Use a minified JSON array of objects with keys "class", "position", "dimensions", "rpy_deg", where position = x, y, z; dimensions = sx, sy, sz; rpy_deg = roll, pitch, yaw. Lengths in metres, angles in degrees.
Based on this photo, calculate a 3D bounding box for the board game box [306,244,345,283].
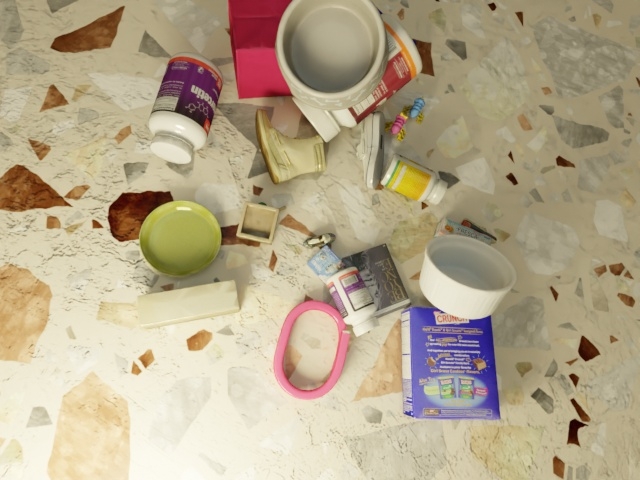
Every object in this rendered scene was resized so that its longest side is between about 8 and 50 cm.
[{"class":"board game box","position":[0.017,0.076,1.360],"dimensions":[0.090,0.020,0.090],"rpy_deg":[-44,85,-8]}]

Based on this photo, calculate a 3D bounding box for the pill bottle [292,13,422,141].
[{"class":"pill bottle","position":[0.114,-0.520,1.394],"dimensions":[0.392,0.224,0.224],"rpy_deg":[-38,82,9]}]

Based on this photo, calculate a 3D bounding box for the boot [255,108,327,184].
[{"class":"boot","position":[-0.101,-0.334,1.428],"dimensions":[0.203,0.095,0.262],"rpy_deg":[-16,79,-14]}]

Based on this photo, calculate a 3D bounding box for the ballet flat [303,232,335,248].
[{"class":"ballet flat","position":[0.000,0.000,1.377],"dimensions":[0.114,0.041,0.041],"rpy_deg":[-16,77,-15]}]

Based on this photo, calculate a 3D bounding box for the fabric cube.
[{"class":"fabric cube","position":[-0.168,-0.664,1.432],"dimensions":[0.257,0.254,0.260],"rpy_deg":[-7,76,-10]}]

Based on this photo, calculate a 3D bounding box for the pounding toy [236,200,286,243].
[{"class":"pounding toy","position":[-0.183,-0.064,1.345],"dimensions":[0.129,0.100,0.141],"rpy_deg":[13,83,-6]}]

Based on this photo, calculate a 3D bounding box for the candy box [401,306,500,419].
[{"class":"candy box","position":[0.388,0.371,1.294],"dimensions":[0.267,0.122,0.318],"rpy_deg":[5,74,-8]}]

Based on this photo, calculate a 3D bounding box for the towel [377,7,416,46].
[{"class":"towel","position":[0.228,-0.776,1.552],"dimensions":[0.308,0.227,0.076],"rpy_deg":[44,98,5]}]

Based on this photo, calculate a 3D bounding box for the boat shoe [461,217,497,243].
[{"class":"boat shoe","position":[0.557,-0.032,1.484],"dimensions":[0.136,0.049,0.043],"rpy_deg":[26,69,3]}]

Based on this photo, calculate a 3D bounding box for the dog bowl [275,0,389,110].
[{"class":"dog bowl","position":[0.031,-0.563,1.227],"dimensions":[0.347,0.102,0.350],"rpy_deg":[0,99,2]}]

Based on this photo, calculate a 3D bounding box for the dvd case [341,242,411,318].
[{"class":"dvd case","position":[0.182,0.135,1.381],"dimensions":[0.164,0.018,0.222],"rpy_deg":[-18,78,-15]}]

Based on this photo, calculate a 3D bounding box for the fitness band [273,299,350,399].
[{"class":"fitness band","position":[-0.027,0.325,1.270],"dimensions":[0.208,0.054,0.291],"rpy_deg":[17,70,-5]}]

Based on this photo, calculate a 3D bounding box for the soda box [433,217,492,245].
[{"class":"soda box","position":[0.488,-0.010,1.455],"dimensions":[0.183,0.063,0.058],"rpy_deg":[24,71,-3]}]

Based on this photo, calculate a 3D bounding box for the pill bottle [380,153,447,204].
[{"class":"pill bottle","position":[0.322,-0.204,1.454],"dimensions":[0.208,0.117,0.118],"rpy_deg":[24,71,-2]}]

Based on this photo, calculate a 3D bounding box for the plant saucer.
[{"class":"plant saucer","position":[-0.427,-0.005,1.304],"dimensions":[0.240,0.037,0.241],"rpy_deg":[3,73,-9]}]

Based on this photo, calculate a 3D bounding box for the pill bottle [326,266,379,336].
[{"class":"pill bottle","position":[0.103,0.188,1.295],"dimensions":[0.108,0.108,0.194],"rpy_deg":[-21,75,-15]}]

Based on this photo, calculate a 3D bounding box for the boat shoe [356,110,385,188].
[{"class":"boat shoe","position":[0.167,-0.313,1.470],"dimensions":[0.088,0.096,0.268],"rpy_deg":[4,93,26]}]

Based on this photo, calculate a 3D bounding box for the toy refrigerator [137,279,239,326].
[{"class":"toy refrigerator","position":[-0.375,0.181,1.224],"dimensions":[0.269,0.102,0.095],"rpy_deg":[-10,76,-12]}]

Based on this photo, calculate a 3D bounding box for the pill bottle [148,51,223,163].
[{"class":"pill bottle","position":[-0.431,-0.417,1.348],"dimensions":[0.181,0.181,0.324],"rpy_deg":[12,72,-6]}]

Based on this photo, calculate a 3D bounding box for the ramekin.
[{"class":"ramekin","position":[0.444,0.114,1.314],"dimensions":[0.276,0.135,0.277],"rpy_deg":[7,35,-5]}]

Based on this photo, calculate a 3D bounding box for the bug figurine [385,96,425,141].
[{"class":"bug figurine","position":[0.253,-0.491,1.551],"dimensions":[0.278,0.072,0.217],"rpy_deg":[26,71,-2]}]
